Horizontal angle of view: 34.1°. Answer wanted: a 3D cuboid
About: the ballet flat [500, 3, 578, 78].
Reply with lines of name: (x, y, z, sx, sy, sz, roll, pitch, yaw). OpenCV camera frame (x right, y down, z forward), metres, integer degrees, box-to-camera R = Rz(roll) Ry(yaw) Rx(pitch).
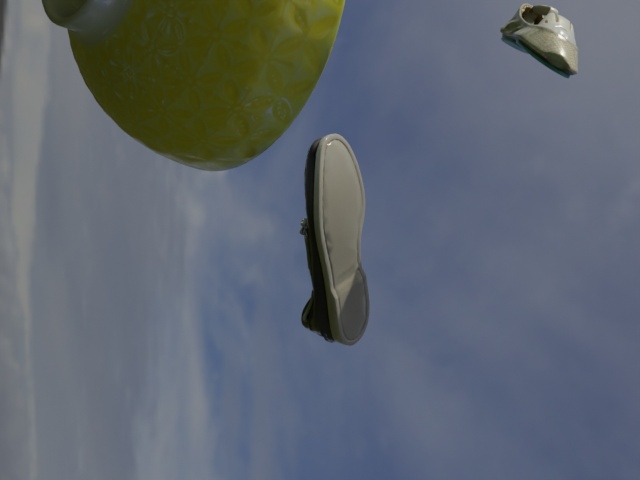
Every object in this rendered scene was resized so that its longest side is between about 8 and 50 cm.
ballet flat: (0.215, -0.201, 1.013, 0.052, 0.057, 0.168, -59, -162, 14)

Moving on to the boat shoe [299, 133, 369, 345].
boat shoe: (0.000, 0.000, 0.986, 0.065, 0.075, 0.206, 9, -66, 36)

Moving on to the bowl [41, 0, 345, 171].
bowl: (-0.127, -0.210, 0.833, 0.289, 0.156, 0.289, -13, -107, 49)
